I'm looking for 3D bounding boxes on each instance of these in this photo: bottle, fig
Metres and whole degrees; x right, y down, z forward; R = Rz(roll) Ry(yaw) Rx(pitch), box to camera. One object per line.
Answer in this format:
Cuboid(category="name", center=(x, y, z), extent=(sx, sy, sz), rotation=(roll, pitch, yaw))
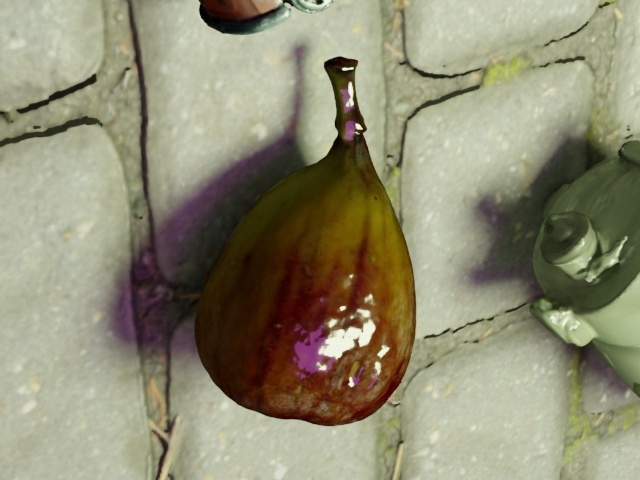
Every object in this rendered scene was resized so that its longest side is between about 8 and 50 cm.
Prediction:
Cuboid(category="bottle", center=(0.327, 0.035, 1.271), extent=(0.352, 0.229, 0.229), rotation=(35, 93, -39))
Cuboid(category="fig", center=(-0.002, 0.000, 1.062), extent=(0.170, 0.145, 0.274), rotation=(6, 96, -29))

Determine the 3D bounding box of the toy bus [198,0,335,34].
Cuboid(category="toy bus", center=(0.013, -0.251, 0.940), extent=(0.265, 0.121, 0.120), rotation=(-38, 123, -10))
